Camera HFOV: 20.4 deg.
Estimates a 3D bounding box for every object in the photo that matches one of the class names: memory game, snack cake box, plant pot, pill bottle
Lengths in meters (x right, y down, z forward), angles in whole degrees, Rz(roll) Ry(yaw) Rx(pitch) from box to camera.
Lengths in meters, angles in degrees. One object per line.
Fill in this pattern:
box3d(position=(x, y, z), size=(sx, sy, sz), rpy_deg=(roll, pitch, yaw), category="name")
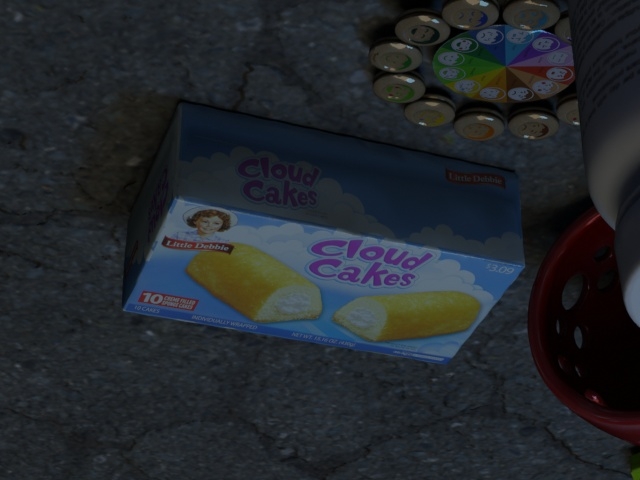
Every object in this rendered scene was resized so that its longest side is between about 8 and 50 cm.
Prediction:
box3d(position=(0.123, -0.113, 1.194), size=(0.186, 0.012, 0.186), rpy_deg=(3, 154, 1), category="memory game")
box3d(position=(0.000, 0.000, 1.316), size=(0.264, 0.089, 0.152), rpy_deg=(11, 145, -16), category="snack cake box")
box3d(position=(0.278, 0.071, 1.342), size=(0.191, 0.191, 0.174), rpy_deg=(-22, 148, 29), category="plant pot")
box3d(position=(0.225, -0.090, 1.011), size=(0.160, 0.283, 0.160), rpy_deg=(0, 146, 0), category="pill bottle")

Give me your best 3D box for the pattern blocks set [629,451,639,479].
box3d(position=(0.432, 0.194, 1.656), size=(0.285, 0.026, 0.325), rpy_deg=(-7, 145, 10), category="pattern blocks set")
